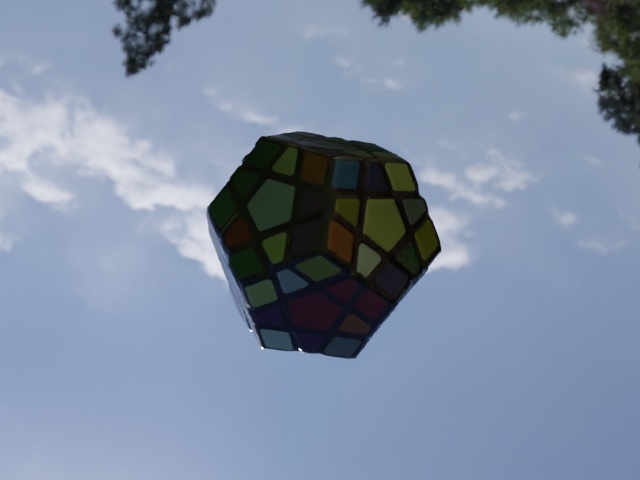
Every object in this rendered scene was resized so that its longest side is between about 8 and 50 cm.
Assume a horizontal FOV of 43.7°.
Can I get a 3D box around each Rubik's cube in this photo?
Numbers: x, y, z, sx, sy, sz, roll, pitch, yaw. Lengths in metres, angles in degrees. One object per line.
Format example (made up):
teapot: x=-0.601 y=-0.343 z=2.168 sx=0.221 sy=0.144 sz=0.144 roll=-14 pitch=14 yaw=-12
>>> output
Rubik's cube: x=0.000 y=0.000 z=0.442 sx=0.111 sy=0.133 sz=0.133 roll=-22 pitch=-140 yaw=-9
